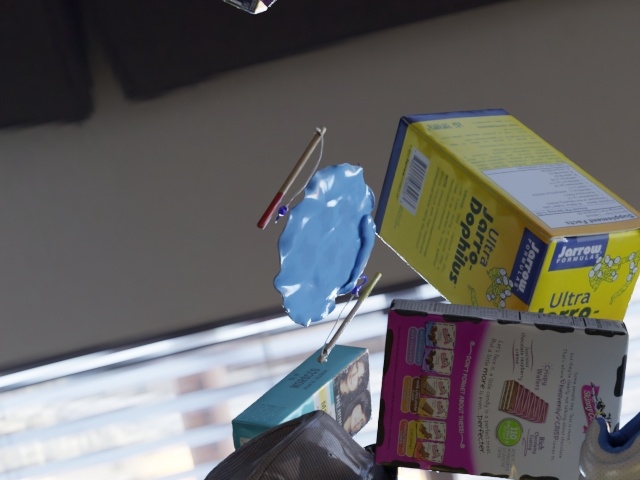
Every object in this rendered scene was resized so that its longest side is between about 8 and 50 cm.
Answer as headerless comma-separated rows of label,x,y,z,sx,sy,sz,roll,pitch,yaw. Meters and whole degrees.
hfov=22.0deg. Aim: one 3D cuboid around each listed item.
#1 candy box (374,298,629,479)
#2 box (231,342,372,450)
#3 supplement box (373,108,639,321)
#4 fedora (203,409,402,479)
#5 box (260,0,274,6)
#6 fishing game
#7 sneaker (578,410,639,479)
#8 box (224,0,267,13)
candy box,0.176,0.149,1.610,0.233,0.159,0.071,6,-171,6
box,-0.017,0.212,1.935,0.060,0.101,0.244,5,-159,26
supplement box,0.261,-0.017,2.305,0.194,0.195,0.356,-6,-146,-33
fedora,-0.045,0.273,1.687,0.275,0.124,0.243,-45,-168,-29
box,0.051,-0.379,1.678,0.293,0.057,0.201,-45,-179,-26
fishing game,0.000,0.000,1.795,0.041,0.264,0.189,18,-117,30
sneaker,0.385,0.210,1.421,0.322,0.236,0.130,-14,-173,11
box,-0.070,-0.379,2.103,0.054,0.169,0.059,25,-162,9
